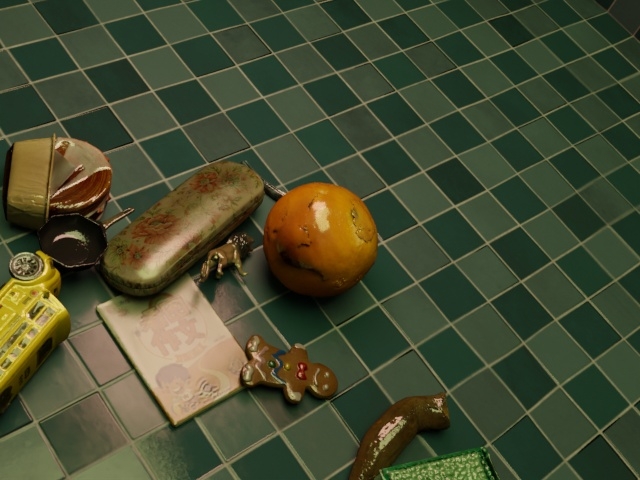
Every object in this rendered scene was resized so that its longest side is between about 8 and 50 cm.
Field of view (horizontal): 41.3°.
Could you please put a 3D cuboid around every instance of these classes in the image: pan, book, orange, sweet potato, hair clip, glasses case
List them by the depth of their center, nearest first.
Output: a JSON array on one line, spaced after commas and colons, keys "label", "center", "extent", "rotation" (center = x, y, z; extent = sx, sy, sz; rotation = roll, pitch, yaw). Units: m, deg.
[{"label": "sweet potato", "center": [0.155, 0.388, 1.665], "extent": [0.112, 0.085, 0.285], "rotation": [46, 54, 10]}, {"label": "pan", "center": [-0.455, 0.005, 1.680], "extent": [0.202, 0.048, 0.128], "rotation": [-7, 59, -30]}, {"label": "book", "center": [-0.281, 0.203, 1.686], "extent": [0.208, 0.020, 0.295], "rotation": [-26, 67, -32]}, {"label": "orange", "center": [0.000, 0.000, 1.790], "extent": [0.246, 0.246, 0.246], "rotation": [10, 52, -13]}, {"label": "glasses case", "center": [-0.285, -0.034, 1.801], "extent": [0.156, 0.098, 0.425], "rotation": [28, 49, 21]}, {"label": "hair clip", "center": [-0.098, -0.117, 1.976], "extent": [0.229, 0.039, 0.070], "rotation": [33, 52, 7]}]

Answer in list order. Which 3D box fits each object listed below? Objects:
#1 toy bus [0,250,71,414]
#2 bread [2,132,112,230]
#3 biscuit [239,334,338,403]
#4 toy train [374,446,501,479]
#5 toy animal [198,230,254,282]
[{"label": "toy bus", "center": [-0.562, 0.178, 1.523], "extent": [0.152, 0.144, 0.330], "rotation": [30, 52, 4]}, {"label": "bread", "center": [-0.539, -0.120, 1.751], "extent": [0.211, 0.142, 0.224], "rotation": [2, 54, -14]}, {"label": "biscuit", "center": [-0.057, 0.261, 1.704], "extent": [0.205, 0.031, 0.138], "rotation": [22, 44, -13]}, {"label": "toy train", "center": [0.209, 0.476, 1.575], "extent": [0.269, 0.154, 0.115], "rotation": [-5, 59, -23]}, {"label": "toy animal", "center": [-0.203, 0.050, 1.781], "extent": [0.069, 0.086, 0.220], "rotation": [-8, 17, 22]}]
